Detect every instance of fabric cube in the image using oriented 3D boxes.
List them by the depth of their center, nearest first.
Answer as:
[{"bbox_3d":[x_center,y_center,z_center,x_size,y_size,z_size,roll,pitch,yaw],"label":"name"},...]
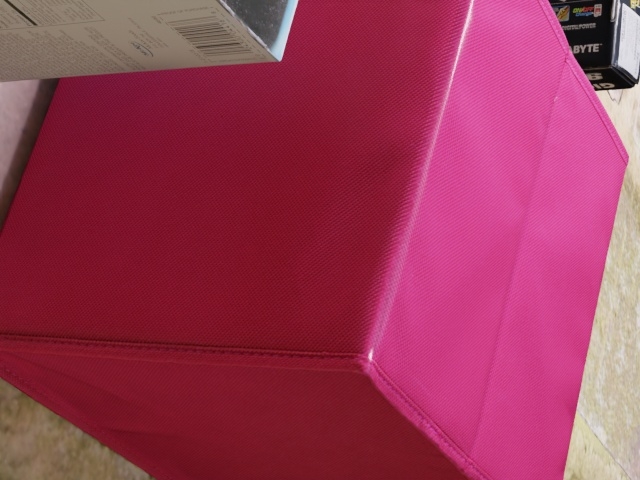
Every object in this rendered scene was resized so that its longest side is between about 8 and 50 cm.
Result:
[{"bbox_3d":[0.000,0.000,0.841,0.259,0.254,0.258,47,53,-50],"label":"fabric cube"}]

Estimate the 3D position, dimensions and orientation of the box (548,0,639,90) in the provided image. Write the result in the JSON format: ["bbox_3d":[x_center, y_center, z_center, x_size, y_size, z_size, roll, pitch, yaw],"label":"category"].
[{"bbox_3d":[0.125,-0.192,1.082,0.051,0.220,0.175,22,70,-55],"label":"box"}]

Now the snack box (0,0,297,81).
[{"bbox_3d":[-0.165,-0.170,0.622,0.322,0.187,0.060,41,55,-52],"label":"snack box"}]
